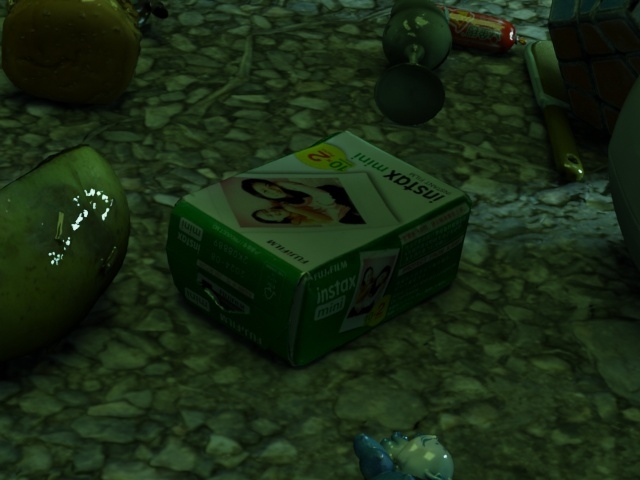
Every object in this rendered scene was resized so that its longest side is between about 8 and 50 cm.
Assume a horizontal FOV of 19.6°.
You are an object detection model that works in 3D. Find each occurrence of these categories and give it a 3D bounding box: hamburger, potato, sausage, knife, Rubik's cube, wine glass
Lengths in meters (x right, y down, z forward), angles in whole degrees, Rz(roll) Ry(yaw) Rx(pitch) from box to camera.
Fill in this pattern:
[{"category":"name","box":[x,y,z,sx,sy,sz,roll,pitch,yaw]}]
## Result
[{"category":"hamburger","box":[-0.260,-0.211,1.926,0.147,0.138,0.083,10,30,-7]},{"category":"potato","box":[-0.242,0.030,1.557,0.111,0.160,0.271,43,41,10]},{"category":"sausage","box":[0.168,-0.245,2.152,0.145,0.048,0.050,14,38,7]},{"category":"knife","box":[0.262,-0.146,2.028,0.061,0.027,0.343,20,28,-13]},{"category":"Rubik's cube","box":[0.394,-0.235,1.954,0.264,0.319,0.319,32,21,-28]},{"category":"wine glass","box":[0.105,-0.205,2.042,0.079,0.079,0.195,8,33,1]}]

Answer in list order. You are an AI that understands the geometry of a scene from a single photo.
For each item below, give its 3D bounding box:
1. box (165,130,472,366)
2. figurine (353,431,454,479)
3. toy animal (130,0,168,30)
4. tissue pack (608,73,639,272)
[{"category":"box","box":[0.000,0.000,1.673,0.180,0.103,0.250,30,39,31]},{"category":"figurine","box":[0.077,0.190,1.405,0.114,0.079,0.114,39,-2,1]},{"category":"toy animal","box":[-0.300,-0.272,2.068,0.255,0.090,0.170,22,31,18]},{"category":"tissue pack","box":[0.440,-0.044,1.720,0.333,0.236,0.229,0,41,-10]}]
